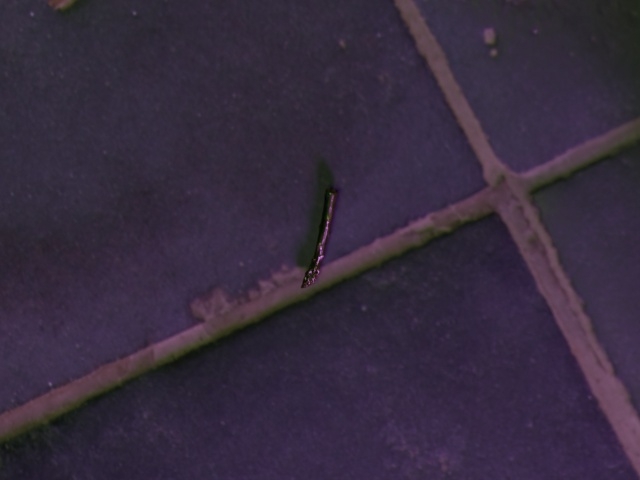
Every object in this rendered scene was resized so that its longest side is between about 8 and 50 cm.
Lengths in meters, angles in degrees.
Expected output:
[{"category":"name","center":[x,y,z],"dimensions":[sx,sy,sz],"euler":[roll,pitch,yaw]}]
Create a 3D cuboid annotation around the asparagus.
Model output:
[{"category":"asparagus","center":[0.000,0.000,1.773],"dimensions":[0.015,0.014,0.114],"euler":[25,119,21]}]
